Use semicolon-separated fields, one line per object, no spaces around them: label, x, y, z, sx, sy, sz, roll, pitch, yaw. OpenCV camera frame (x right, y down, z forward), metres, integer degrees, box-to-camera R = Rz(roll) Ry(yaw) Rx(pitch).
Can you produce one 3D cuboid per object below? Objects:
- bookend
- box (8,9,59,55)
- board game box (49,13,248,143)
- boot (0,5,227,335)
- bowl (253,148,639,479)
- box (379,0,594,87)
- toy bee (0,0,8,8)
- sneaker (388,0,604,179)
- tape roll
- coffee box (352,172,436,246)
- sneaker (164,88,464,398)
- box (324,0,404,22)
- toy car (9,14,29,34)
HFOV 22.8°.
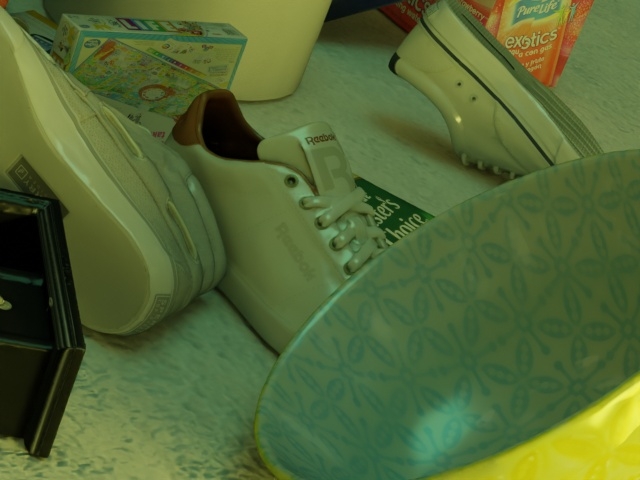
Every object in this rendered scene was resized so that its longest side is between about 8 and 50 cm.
bookend;-0.217;0.030;0.845;0.157;0.072;0.156;12;27;-21
box;-0.239;-0.144;1.231;0.081;0.028;0.136;32;29;20
board game box;-0.134;-0.111;1.160;0.154;0.103;0.026;-3;35;-44
boot;-0.161;-0.058;0.995;0.258;0.095;0.123;56;23;5
bowl;0.125;0.094;0.860;0.156;0.289;0.289;59;14;-22
box;0.150;-0.305;1.731;0.142;0.154;0.300;1;31;-38
toy bee;-0.287;-0.223;1.200;0.162;0.195;0.298;66;18;9
sneaker;0.168;-0.096;1.410;0.258;0.091;0.094;48;24;5
tape roll;-0.104;-0.252;1.391;0.246;0.169;0.246;18;24;-9
coffee box;0.070;0.017;1.146;0.184;0.040;0.113;29;25;13
sneaker;0.000;0.000;1.029;0.290;0.123;0.106;36;26;24
box;0.014;-0.275;1.607;0.225;0.036;0.136;-19;43;-24
toy car;-0.291;-0.127;1.030;0.188;0.155;0.149;22;21;-32
